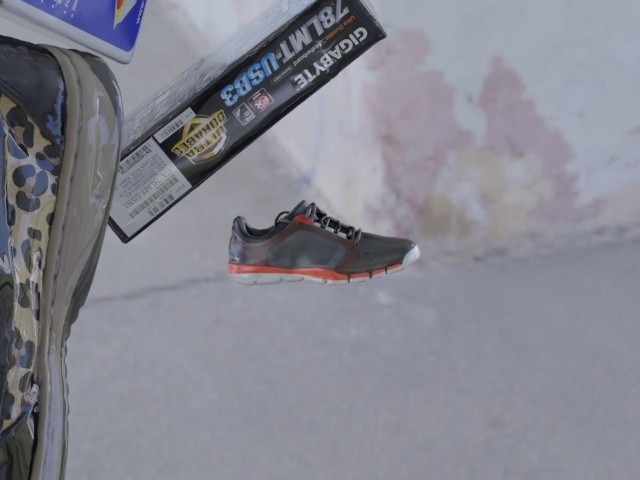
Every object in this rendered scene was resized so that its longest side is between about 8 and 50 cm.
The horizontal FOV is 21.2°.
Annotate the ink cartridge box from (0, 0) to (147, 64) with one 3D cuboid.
[{"bbox_3d":[-0.164,-0.291,1.143,0.072,0.304,0.307,15,0,15],"label":"ink cartridge box"}]

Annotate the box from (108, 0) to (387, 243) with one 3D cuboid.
[{"bbox_3d":[-0.078,-0.141,1.585,0.293,0.073,0.295,-36,12,6],"label":"box"}]

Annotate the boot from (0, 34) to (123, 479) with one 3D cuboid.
[{"bbox_3d":[-0.262,0.046,0.863,0.284,0.377,0.138,19,-8,-42],"label":"boot"}]

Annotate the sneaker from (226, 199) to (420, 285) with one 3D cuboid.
[{"bbox_3d":[0.000,0.000,1.363,0.158,0.065,0.061,-3,8,6],"label":"sneaker"}]
